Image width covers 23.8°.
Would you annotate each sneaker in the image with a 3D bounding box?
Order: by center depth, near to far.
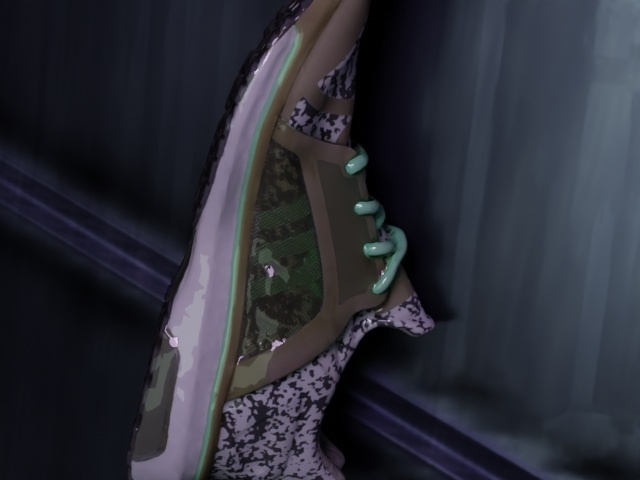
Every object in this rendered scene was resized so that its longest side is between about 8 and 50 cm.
[{"bbox_3d":[0.000,0.000,1.045,0.182,0.158,0.410,16,106,-7],"label":"sneaker"}]
